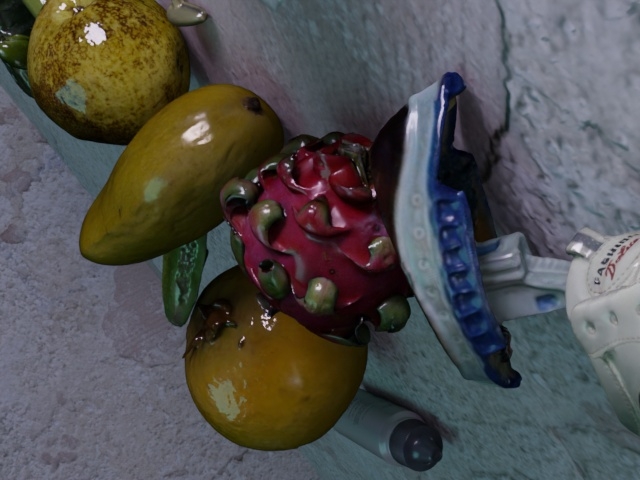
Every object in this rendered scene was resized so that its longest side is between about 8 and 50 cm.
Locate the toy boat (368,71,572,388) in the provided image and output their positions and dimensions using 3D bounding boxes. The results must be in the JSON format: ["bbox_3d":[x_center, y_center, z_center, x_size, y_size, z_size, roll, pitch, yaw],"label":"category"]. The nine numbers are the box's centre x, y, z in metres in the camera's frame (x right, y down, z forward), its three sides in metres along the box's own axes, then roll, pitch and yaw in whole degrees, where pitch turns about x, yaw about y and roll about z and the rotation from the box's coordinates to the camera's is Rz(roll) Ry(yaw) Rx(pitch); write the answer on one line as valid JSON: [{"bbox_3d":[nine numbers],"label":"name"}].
[{"bbox_3d":[0.127,0.000,0.639,0.262,0.115,0.114,63,-157,-15],"label":"toy boat"}]

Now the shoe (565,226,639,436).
[{"bbox_3d":[0.213,0.041,0.432,0.211,0.132,0.342,33,160,39],"label":"shoe"}]

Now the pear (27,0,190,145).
[{"bbox_3d":[-0.253,-0.218,0.999,0.197,0.197,0.197,45,163,18],"label":"pear"}]

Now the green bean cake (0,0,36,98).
[{"bbox_3d":[-0.535,-0.382,1.497,0.241,0.132,0.255,30,154,59],"label":"green bean cake"}]

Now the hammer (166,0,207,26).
[{"bbox_3d":[-0.180,-0.317,0.884,0.060,0.028,0.195,18,143,52],"label":"hammer"}]

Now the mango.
[{"bbox_3d":[-0.164,-0.072,0.990,0.332,0.195,0.142,-32,90,50],"label":"mango"}]

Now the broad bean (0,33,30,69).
[{"bbox_3d":[-0.414,-0.284,1.346,0.053,0.052,0.256,19,-172,29],"label":"broad bean"}]

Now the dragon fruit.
[{"bbox_3d":[0.003,-0.008,0.808,0.273,0.219,0.198,-154,74,-65],"label":"dragon fruit"}]

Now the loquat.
[{"bbox_3d":[-0.068,0.153,1.182,0.275,0.275,0.275,45,163,18],"label":"loquat"}]

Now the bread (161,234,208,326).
[{"bbox_3d":[-0.205,-0.023,1.243,0.301,0.045,0.301,-172,90,-74],"label":"bread"}]

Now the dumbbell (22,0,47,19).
[{"bbox_3d":[-0.393,-0.329,1.237,0.121,0.108,0.302,-35,94,39],"label":"dumbbell"}]

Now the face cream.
[{"bbox_3d":[0.110,0.308,1.345,0.092,0.092,0.311,55,164,-13],"label":"face cream"}]
